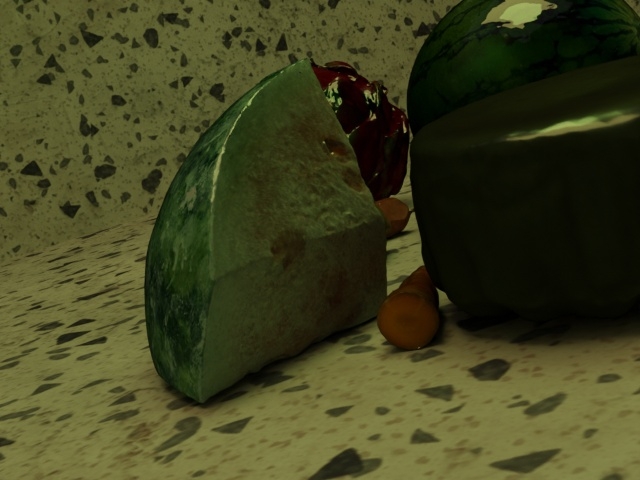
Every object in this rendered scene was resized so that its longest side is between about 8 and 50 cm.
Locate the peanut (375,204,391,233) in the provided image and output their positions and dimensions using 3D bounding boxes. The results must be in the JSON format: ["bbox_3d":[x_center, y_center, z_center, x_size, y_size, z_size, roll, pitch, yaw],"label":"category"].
[{"bbox_3d":[0.000,0.000,1.206,0.236,0.110,0.120,-21,-3,-39],"label":"peanut"}]

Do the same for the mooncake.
[{"bbox_3d":[0.259,-0.052,0.842,0.357,0.194,0.356,-17,13,4],"label":"mooncake"}]

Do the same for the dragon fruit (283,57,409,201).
[{"bbox_3d":[0.007,-0.171,1.638,0.329,0.329,0.329,-15,9,3],"label":"dragon fruit"}]

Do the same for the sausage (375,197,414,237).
[{"bbox_3d":[0.065,-0.024,1.369,0.169,0.065,0.065,-20,10,-22],"label":"sausage"}]

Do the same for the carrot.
[{"bbox_3d":[0.096,0.056,0.916,0.057,0.057,0.224,-14,7,11],"label":"carrot"}]

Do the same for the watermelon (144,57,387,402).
[{"bbox_3d":[-0.046,0.013,0.954,0.258,0.387,0.228,23,-30,-15],"label":"watermelon"}]

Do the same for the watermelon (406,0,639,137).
[{"bbox_3d":[0.302,-0.213,1.290,0.363,0.363,0.363,-15,9,3],"label":"watermelon"}]
